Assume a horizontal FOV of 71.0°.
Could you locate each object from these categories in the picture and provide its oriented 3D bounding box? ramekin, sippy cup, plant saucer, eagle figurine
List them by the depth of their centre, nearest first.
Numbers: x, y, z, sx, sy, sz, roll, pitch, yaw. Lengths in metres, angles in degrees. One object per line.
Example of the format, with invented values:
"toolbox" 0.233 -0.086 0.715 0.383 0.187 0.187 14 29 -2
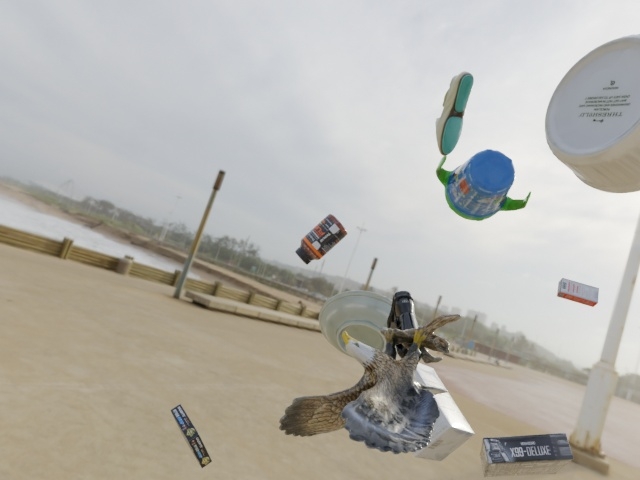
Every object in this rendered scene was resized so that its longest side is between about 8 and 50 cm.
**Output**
"eagle figurine" 0.098 0.260 0.787 0.225 0.298 0.227 25 -43 19
"ramekin" 0.532 -0.230 0.795 0.127 0.273 0.272 16 -4 -23
"sippy cup" 0.588 -0.212 1.623 0.305 0.240 0.224 -9 -13 1
"plant saucer" 0.178 0.391 1.886 0.399 0.401 0.101 18 38 3

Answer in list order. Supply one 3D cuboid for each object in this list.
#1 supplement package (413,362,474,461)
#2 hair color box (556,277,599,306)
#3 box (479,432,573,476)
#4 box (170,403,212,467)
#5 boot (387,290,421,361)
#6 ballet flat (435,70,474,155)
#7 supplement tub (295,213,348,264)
"supplement package" 0.380 0.618 1.643 0.175 0.177 0.293 30 20 -38
"hair color box" 1.034 0.208 1.803 0.141 0.072 0.043 18 -29 13
"box" 0.653 0.704 1.457 0.242 0.077 0.308 -10 -36 12
"box" -0.548 0.822 1.892 0.051 0.175 0.220 -28 32 -27
"boot" 0.274 0.316 1.460 0.094 0.207 0.247 -2 -49 3
"ballet flat" 0.397 -0.386 1.368 0.086 0.249 0.086 15 14 -4
"supplement tub" 0.000 0.000 1.666 0.106 0.198 0.106 47 0 0
